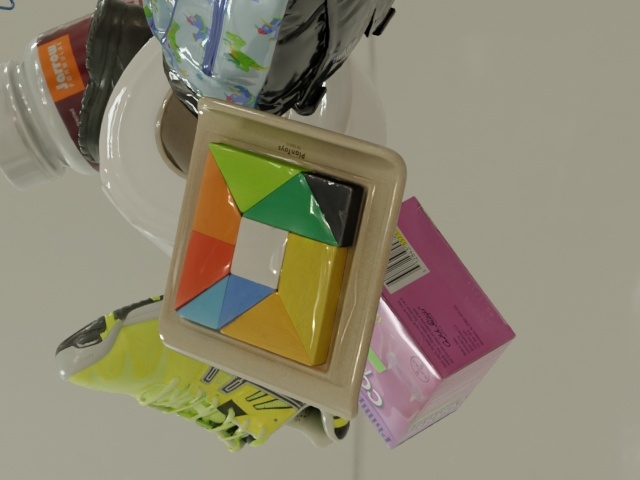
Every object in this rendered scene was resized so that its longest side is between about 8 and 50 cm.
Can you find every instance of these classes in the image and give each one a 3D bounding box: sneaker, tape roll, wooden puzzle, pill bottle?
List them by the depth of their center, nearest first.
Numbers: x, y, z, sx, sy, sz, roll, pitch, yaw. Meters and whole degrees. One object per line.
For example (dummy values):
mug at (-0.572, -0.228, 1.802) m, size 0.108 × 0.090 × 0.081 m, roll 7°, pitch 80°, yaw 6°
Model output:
wooden puzzle at (-0.042, 0.014, 1.495) m, size 0.044 × 0.221 × 0.239 m, roll -10°, pitch -67°, yaw -54°
tape roll at (-0.081, -0.104, 1.779) m, size 0.100 × 0.286 × 0.286 m, roll 46°, pitch -134°, yaw -58°
sneaker at (-0.106, 0.148, 1.900) m, size 0.384 × 0.145 × 0.147 m, roll 5°, pitch -115°, yaw -36°
sneaker at (-0.254, -0.199, 2.337) m, size 0.286 × 0.130 × 0.109 m, roll 107°, pitch 171°, yaw -51°
pill bottle at (-0.295, -0.230, 2.565) m, size 0.224 × 0.392 × 0.224 m, roll -22°, pitch -90°, yaw -84°

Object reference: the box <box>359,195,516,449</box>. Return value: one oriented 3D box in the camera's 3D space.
box at (0.099, 0.104, 2.145) m, size 0.213 × 0.117 × 0.243 m, roll 55°, pitch 155°, yaw 15°

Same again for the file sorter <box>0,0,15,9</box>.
file sorter at (-0.477, -0.316, 2.286) m, size 0.104 × 0.170 × 0.118 m, roll -2°, pitch -128°, yaw -55°

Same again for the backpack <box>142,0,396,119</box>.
backpack at (-0.028, -0.283, 1.491) m, size 0.290 × 0.273 × 0.355 m, roll -48°, pitch 4°, yaw -17°
